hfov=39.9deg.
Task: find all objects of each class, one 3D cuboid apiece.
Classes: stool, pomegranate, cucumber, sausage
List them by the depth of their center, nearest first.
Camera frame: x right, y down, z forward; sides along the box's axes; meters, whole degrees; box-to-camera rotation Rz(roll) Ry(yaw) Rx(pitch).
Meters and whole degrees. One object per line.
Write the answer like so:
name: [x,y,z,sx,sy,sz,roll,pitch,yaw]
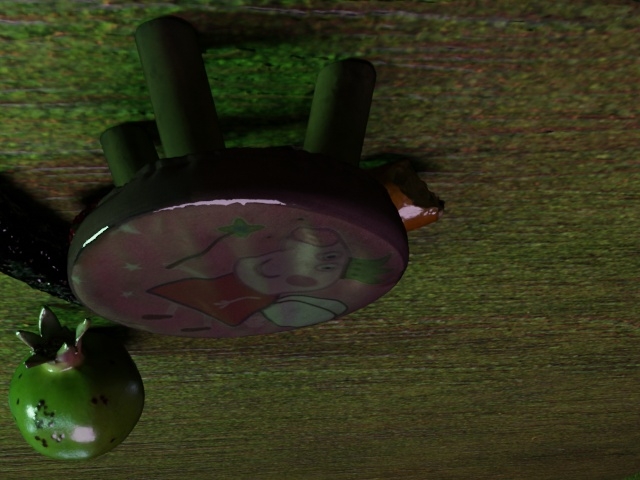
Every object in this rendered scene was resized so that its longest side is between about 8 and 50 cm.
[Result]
stool: [-0.069,-0.039,0.729,0.272,0.178,0.272,-5,154,-2]
cucumber: [-0.282,0.021,0.929,0.081,0.072,0.303,-14,154,14]
sausage: [-0.004,-0.001,0.940,0.103,0.076,0.302,20,144,-41]
pomegranate: [-0.329,0.185,1.171,0.182,0.181,0.224,-4,132,-4]

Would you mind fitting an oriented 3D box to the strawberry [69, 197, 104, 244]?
strawberry: [-0.204,-0.007,0.892,0.083,0.083,0.096,-20,158,26]
